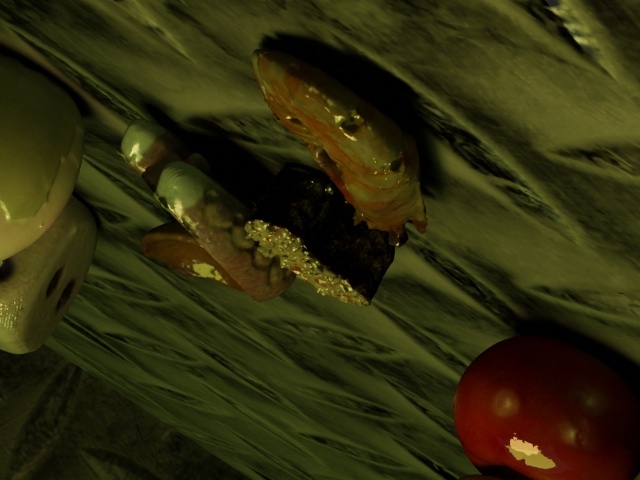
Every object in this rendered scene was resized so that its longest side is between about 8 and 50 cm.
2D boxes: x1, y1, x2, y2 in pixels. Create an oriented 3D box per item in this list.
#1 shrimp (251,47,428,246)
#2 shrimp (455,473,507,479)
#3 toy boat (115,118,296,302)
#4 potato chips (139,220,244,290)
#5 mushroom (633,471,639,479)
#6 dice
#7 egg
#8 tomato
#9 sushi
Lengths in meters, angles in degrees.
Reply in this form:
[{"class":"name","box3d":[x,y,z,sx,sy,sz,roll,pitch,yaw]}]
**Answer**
[{"class":"shrimp","box3d":[0.022,-0.067,1.549,0.154,0.062,0.294,36,168,26]},{"class":"shrimp","box3d":[0.201,0.268,1.848,0.166,0.049,0.161,33,158,-27]},{"class":"toy boat","box3d":[-0.089,-0.032,1.848,0.155,0.085,0.227,44,177,46]},{"class":"potato chips","box3d":[-0.117,0.014,2.129,0.150,0.049,0.202,26,165,-2]},{"class":"mushroom","box3d":[0.357,0.263,1.727,0.189,0.253,0.195,59,-155,-5]},{"class":"dice","box3d":[-0.389,0.013,2.368,0.193,0.194,0.192,28,166,9]},{"class":"egg","box3d":[-0.330,-0.067,1.905,0.183,0.217,0.183,26,163,9]},{"class":"tomato","box3d":[0.215,0.167,1.840,0.195,0.136,0.195,26,164,8]},{"class":"sushi","box3d":[0.000,0.000,1.782,0.090,0.078,0.150,15,162,46]}]
